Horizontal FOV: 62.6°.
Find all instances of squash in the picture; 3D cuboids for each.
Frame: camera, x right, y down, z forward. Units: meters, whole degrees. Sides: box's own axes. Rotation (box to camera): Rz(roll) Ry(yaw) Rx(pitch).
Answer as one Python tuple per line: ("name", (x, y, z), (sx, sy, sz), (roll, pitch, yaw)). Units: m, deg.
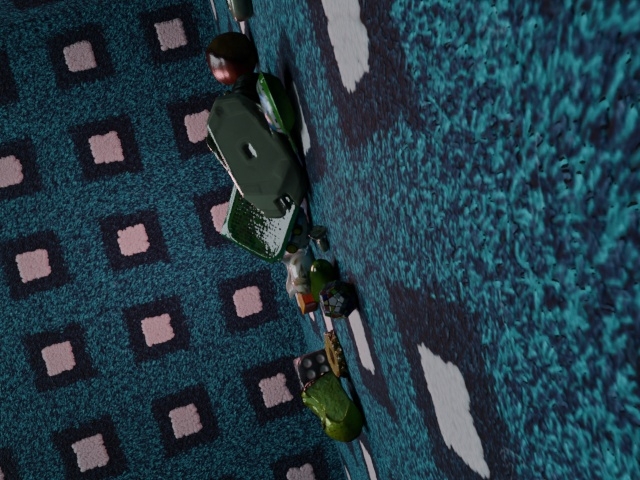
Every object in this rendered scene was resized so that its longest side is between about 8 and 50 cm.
("squash", (0.008, 0.129, 1.677), (0.292, 0.082, 0.082), (88, 163, -65))
("squash", (-0.241, -0.478, 1.837), (0.218, 0.172, 0.218), (-6, -90, -89))

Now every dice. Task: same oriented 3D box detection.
("dice", (-0.020, 0.610, 2.430), (0.183, 0.181, 0.182), (99, 151, -70))

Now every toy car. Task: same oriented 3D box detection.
("toy car", (-0.064, -0.035, 1.896), (0.126, 0.098, 0.161), (-91, 20, -51))

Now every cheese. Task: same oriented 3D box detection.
("cheese", (-0.114, -0.358, 1.541), (0.204, 0.083, 0.320), (-110, -3, -48))

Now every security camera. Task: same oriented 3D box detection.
("security camera", (0.000, 0.000, 1.611), (0.092, 0.058, 0.058), (71, 177, -50))
("security camera", (-0.303, -0.877, 1.846), (0.302, 0.080, 0.157), (-111, 9, -47))

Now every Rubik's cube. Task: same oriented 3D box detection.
("Rubik's cube", (0.047, 0.162, 1.438), (0.093, 0.111, 0.111), (-1, -107, -69))

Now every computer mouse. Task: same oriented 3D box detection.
("computer mouse", (-0.199, -0.277, 1.694), (0.429, 0.228, 0.145), (58, -163, -3))

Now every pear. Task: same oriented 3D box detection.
("pear", (0.057, 0.658, 2.015), (0.255, 0.164, 0.238), (52, 167, 28))

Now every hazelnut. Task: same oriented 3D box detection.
("hazelnut", (-0.339, -0.698, 2.049), (0.208, 0.208, 0.208), (164, 90, -82))

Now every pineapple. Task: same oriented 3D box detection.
("pineapple", (0.060, 0.456, 2.076), (0.221, 0.047, 0.221), (164, 90, -80))

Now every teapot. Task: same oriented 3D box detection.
("teapot", (-0.091, 0.111, 2.099), (0.204, 0.139, 0.298), (-114, 11, -52))

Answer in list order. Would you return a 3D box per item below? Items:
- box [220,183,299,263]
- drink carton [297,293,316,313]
("box", (-0.190, -0.111, 1.865), (0.106, 0.264, 0.337), (-36, -30, -61))
("drink carton", (-0.058, 0.264, 2.402), (0.223, 0.071, 0.096), (98, 154, -68))
